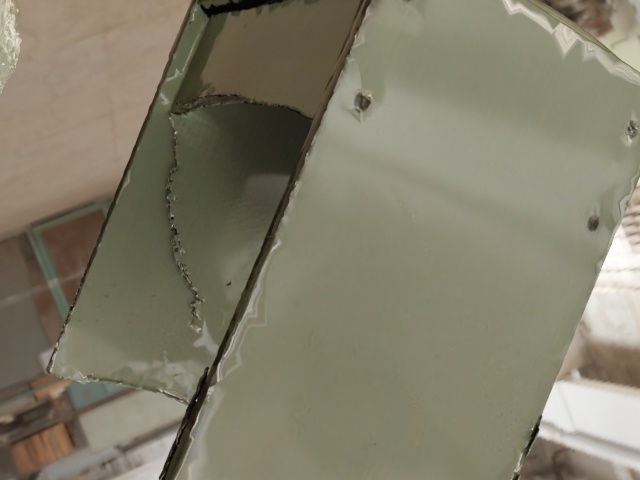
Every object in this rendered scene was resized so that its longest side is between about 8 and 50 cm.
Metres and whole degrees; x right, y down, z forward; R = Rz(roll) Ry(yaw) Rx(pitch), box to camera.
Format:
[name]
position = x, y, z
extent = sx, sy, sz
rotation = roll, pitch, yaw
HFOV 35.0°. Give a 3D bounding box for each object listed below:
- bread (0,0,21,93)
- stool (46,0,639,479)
[bread]
position = -0.372, -0.097, 0.746
extent = 0.279, 0.225, 0.250
rotation = -1, -163, -7
[stool]
position = 0.000, 0.000, 0.540
extent = 0.170, 0.270, 0.243
rotation = 24, 176, -27
